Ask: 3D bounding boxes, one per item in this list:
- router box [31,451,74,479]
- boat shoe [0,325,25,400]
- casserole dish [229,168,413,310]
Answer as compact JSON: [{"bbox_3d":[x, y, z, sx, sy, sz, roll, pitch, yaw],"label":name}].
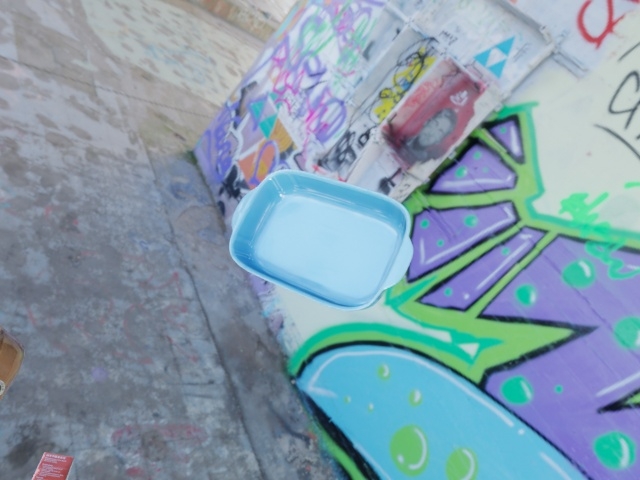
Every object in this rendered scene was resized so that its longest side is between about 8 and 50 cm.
[{"bbox_3d":[-0.753,0.784,1.319,0.082,0.336,0.301,18,16,-15],"label":"router box"},{"bbox_3d":[-0.304,0.181,0.310,0.123,0.325,0.116,25,-11,44],"label":"boat shoe"},{"bbox_3d":[0.000,0.000,0.484,0.188,0.114,0.037,20,-15,29],"label":"casserole dish"}]
